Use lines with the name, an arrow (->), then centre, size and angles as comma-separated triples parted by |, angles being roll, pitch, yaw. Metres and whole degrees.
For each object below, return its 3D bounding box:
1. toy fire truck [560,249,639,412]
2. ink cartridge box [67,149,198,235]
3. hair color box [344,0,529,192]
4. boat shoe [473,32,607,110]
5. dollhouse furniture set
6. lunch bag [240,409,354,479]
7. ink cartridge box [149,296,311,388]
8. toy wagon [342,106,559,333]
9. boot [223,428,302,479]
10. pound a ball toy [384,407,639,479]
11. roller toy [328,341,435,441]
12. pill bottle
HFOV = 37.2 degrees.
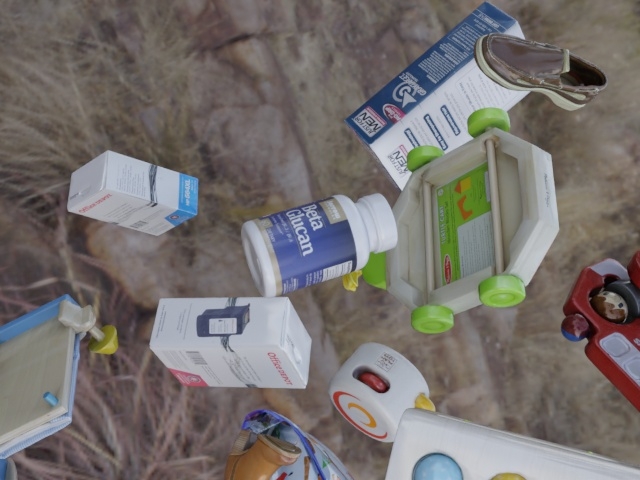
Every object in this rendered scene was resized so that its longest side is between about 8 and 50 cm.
toy fire truck -> 0.568, 0.163, 1.712 | 0.254, 0.169, 0.302 | -18, 56, -35
ink cartridge box -> -0.360, -0.088, 1.829 | 0.203, 0.148, 0.085 | 18, 63, -38
hair color box -> 0.233, -0.264, 1.782 | 0.105, 0.347, 0.174 | 50, 1, 44
boat shoe -> 0.373, -0.296, 1.581 | 0.258, 0.095, 0.095 | 11, 70, -33
dollhouse furniture set -> -0.373, 0.270, 1.207 | 0.198, 0.303, 0.286 | 56, 11, -36
lunch bag -> -0.037, 0.556, 2.002 | 0.328, 0.239, 0.385 | 55, 11, -67
ink cartridge box -> -0.150, 0.179, 1.654 | 0.172, 0.237, 0.100 | 66, 27, -55
toy wagon -> 0.163, -0.011, 1.275 | 0.068, 0.344, 0.267 | 22, 56, -33
boot -> -0.103, 0.393, 1.546 | 0.073, 0.197, 0.152 | 24, 75, -20
pound a ball toy -> 0.227, 0.326, 1.052 | 0.136, 0.319, 0.208 | 24, 80, -72
roller toy -> 0.129, 0.319, 2.027 | 0.146, 0.209, 0.191 | -47, 108, -26
pill bottle -> 0.000, 0.000, 1.116 | 0.094, 0.170, 0.094 | 162, -90, -76
